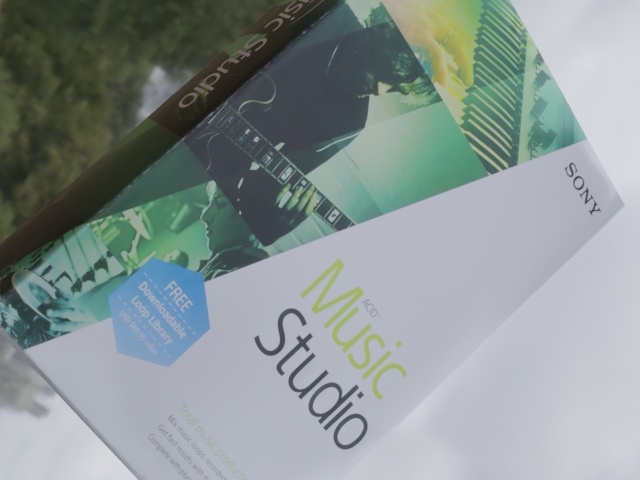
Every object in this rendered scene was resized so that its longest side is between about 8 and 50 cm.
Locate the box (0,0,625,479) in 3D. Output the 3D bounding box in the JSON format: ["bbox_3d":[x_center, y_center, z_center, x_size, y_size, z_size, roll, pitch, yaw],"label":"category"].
[{"bbox_3d":[0.000,0.000,0.843,0.322,0.232,0.058,-44,-147,-11],"label":"box"}]
